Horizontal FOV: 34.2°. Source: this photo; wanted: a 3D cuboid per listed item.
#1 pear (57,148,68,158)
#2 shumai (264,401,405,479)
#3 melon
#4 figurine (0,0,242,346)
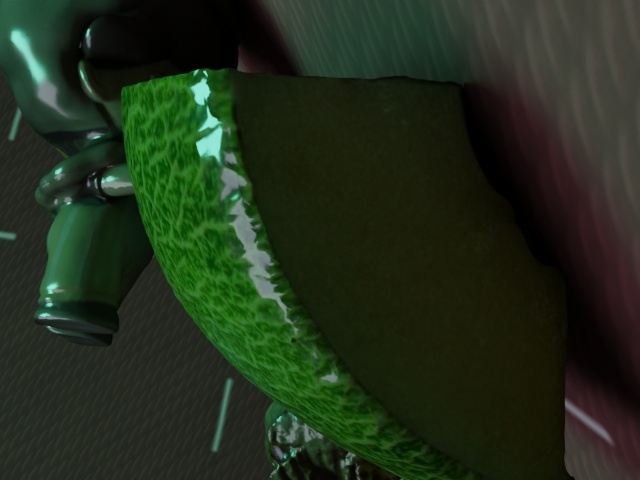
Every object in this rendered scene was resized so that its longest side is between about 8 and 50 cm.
[{"bbox_3d":[-0.232,-0.184,1.167,0.188,0.211,0.228,59,172,-32],"label":"pear"},{"bbox_3d":[0.066,0.185,1.109,0.256,0.189,0.218,25,-158,-15],"label":"shumai"},{"bbox_3d":[0.000,0.000,0.692,0.331,0.226,0.343,41,163,-19],"label":"melon"},{"bbox_3d":[-0.180,-0.102,0.894,0.248,0.203,0.381,55,-143,-69],"label":"figurine"}]
